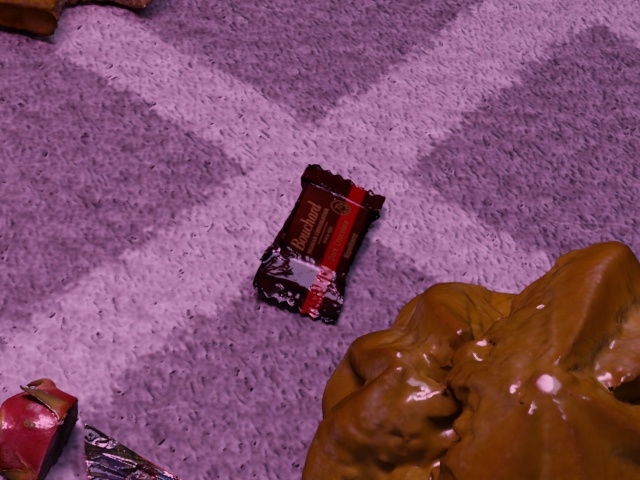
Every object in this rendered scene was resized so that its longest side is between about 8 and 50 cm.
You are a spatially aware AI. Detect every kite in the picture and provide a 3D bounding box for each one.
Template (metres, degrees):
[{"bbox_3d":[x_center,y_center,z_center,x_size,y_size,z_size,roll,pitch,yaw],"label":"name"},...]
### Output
[{"bbox_3d":[-0.131,0.217,1.337,0.189,0.009,0.232,-1,41,-18],"label":"kite"}]

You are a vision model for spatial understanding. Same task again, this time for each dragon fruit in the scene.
[{"bbox_3d":[-0.215,0.136,1.372,0.056,0.060,0.083,24,42,8],"label":"dragon fruit"}]

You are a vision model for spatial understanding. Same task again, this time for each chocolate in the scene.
[{"bbox_3d":[0.000,0.000,1.624,0.086,0.028,0.182,22,40,-1],"label":"chocolate"}]

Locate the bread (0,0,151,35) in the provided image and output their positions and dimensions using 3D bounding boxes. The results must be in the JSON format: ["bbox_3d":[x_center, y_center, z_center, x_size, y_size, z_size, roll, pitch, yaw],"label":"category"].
[{"bbox_3d":[-0.341,-0.292,1.812,0.380,0.109,0.185,12,38,-5],"label":"bread"}]

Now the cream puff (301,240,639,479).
[{"bbox_3d":[0.133,0.127,1.327,0.274,0.270,0.323,19,37,14],"label":"cream puff"}]
